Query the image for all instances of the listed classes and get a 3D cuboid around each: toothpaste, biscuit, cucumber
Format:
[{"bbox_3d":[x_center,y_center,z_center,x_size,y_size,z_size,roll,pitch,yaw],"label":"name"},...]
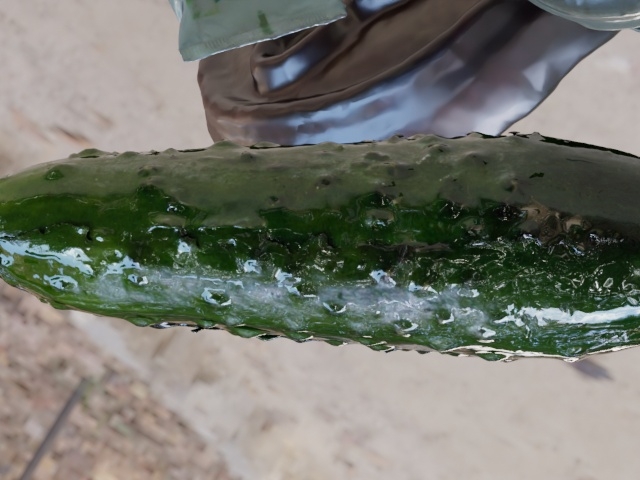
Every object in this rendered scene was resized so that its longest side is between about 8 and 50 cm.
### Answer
[{"bbox_3d":[-0.070,-0.173,0.859,0.297,0.074,0.048,-119,14,-48],"label":"toothpaste"},{"bbox_3d":[0.080,-0.196,1.170,0.091,0.407,0.407,46,154,-24],"label":"biscuit"},{"bbox_3d":[0.000,0.000,0.498,0.227,0.069,0.069,2,153,6],"label":"cucumber"}]

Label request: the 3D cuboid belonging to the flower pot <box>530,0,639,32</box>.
[{"bbox_3d":[0.159,-0.191,0.865,0.235,0.140,0.235,15,121,26],"label":"flower pot"}]
